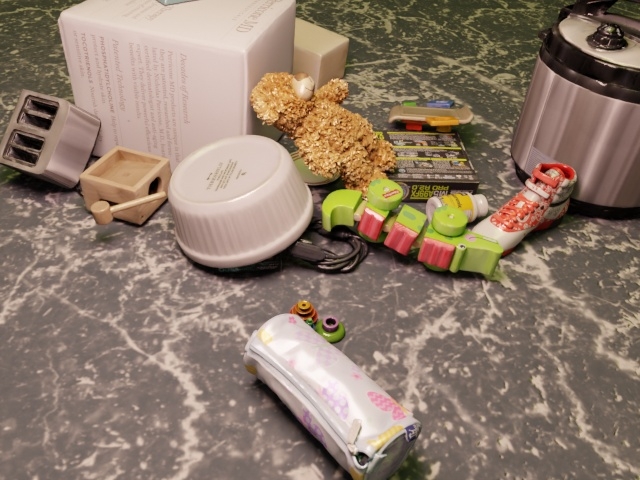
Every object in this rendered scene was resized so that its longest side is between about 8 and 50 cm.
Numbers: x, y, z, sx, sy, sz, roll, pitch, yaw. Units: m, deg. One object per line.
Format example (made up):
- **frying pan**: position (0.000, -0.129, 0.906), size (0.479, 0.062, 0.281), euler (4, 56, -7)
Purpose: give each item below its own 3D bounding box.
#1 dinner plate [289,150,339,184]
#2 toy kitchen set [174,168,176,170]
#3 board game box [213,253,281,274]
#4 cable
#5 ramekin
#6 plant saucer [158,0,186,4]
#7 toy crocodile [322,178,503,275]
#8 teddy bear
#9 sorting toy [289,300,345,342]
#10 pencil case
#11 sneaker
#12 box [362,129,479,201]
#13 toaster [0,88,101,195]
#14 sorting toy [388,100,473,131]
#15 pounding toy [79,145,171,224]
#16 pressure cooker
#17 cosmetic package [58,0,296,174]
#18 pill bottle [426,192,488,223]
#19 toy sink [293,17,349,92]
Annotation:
- **dinner plate**: position (-0.020, -0.162, 1.390), size (0.141, 0.017, 0.141), euler (2, 39, -2)
- **toy kitchen set**: position (-0.291, -0.120, 1.258), size (0.075, 0.068, 0.083), euler (47, 9, 12)
- **board game box**: position (-0.146, -0.008, 1.184), size (0.126, 0.026, 0.186), euler (-3, 40, -9)
- **cable**: position (0.000, 0.000, 1.176), size (0.184, 0.047, 0.150), euler (12, 28, -8)
- **ramekin**: position (-0.155, -0.085, 1.133), size (0.272, 0.127, 0.273), euler (-8, 41, 7)
- **plant saucer**: position (-0.263, -0.536, 1.307), size (0.192, 0.018, 0.067), euler (-26, 48, -31)
- **toy crocodile**: position (0.167, -0.016, 1.138), size (0.340, 0.115, 0.105), euler (23, 43, 8)
- **teddy bear**: position (0.025, -0.219, 1.207), size (0.338, 0.113, 0.245), euler (49, 53, -9)
- **sorting toy**: position (-0.008, 0.132, 1.017), size (0.102, 0.042, 0.061), euler (21, 42, 18)
- **pencil case**: position (0.009, 0.219, 0.856), size (0.124, 0.113, 0.273), euler (-5, 34, -46)
- **sneaker**: position (0.402, -0.071, 1.220), size (0.270, 0.145, 0.090), euler (-21, 46, -28)
- **box**: position (0.201, -0.172, 1.391), size (0.270, 0.060, 0.216), euler (0, 39, -5)
- **toaster**: position (-0.557, -0.204, 1.260), size (0.185, 0.110, 0.168), euler (18, 85, 20)
- **sorting toy**: position (0.265, -0.296, 1.493), size (0.196, 0.047, 0.348), euler (1, 20, 8)
- **pounding toy**: position (-0.374, -0.079, 1.193), size (0.181, 0.094, 0.206), euler (15, 41, 13)
- **pressure cooker**: position (0.634, -0.304, 1.311), size (0.369, 0.420, 0.375), euler (13, 40, 11)
- **cosmetic package**: position (-0.292, -0.364, 1.365), size (0.393, 0.327, 0.329), euler (14, 40, 9)
- **pill bottle**: position (0.283, -0.065, 1.265), size (0.116, 0.065, 0.065), euler (-9, 41, -17)
- **toy sink**: position (-0.062, -0.531, 1.742), size (0.234, 0.131, 0.153), euler (28, 44, 18)
